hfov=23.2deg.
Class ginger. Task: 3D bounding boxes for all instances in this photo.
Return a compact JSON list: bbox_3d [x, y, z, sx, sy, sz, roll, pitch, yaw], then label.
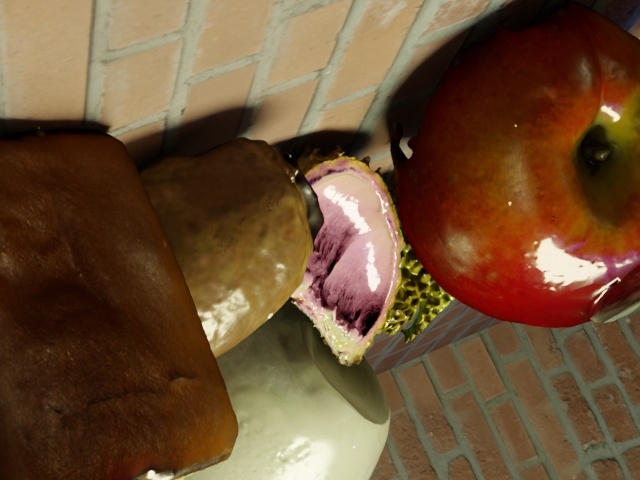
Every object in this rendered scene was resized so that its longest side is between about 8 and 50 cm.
[{"bbox_3d":[-0.147,0.028,1.540,0.269,0.200,0.223,-25,-153,39],"label":"ginger"}]

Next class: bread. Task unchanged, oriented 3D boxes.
[{"bbox_3d":[-0.242,0.071,1.287,0.143,0.333,0.324,-30,170,31],"label":"bread"}]

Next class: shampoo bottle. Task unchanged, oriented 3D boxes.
[{"bbox_3d":[-0.088,0.234,1.943,0.317,0.322,0.322,-48,159,20],"label":"shampoo bottle"}]

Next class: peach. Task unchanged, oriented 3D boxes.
[{"bbox_3d":[0.263,-0.060,1.723,0.335,0.310,0.406,-29,162,-19],"label":"peach"}]

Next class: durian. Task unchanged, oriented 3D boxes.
[{"bbox_3d":[0.082,0.031,2.020,0.200,0.177,0.237,-62,-163,9],"label":"durian"},{"bbox_3d":[0.001,0.001,1.798,0.191,0.112,0.341,-58,141,-15],"label":"durian"}]
